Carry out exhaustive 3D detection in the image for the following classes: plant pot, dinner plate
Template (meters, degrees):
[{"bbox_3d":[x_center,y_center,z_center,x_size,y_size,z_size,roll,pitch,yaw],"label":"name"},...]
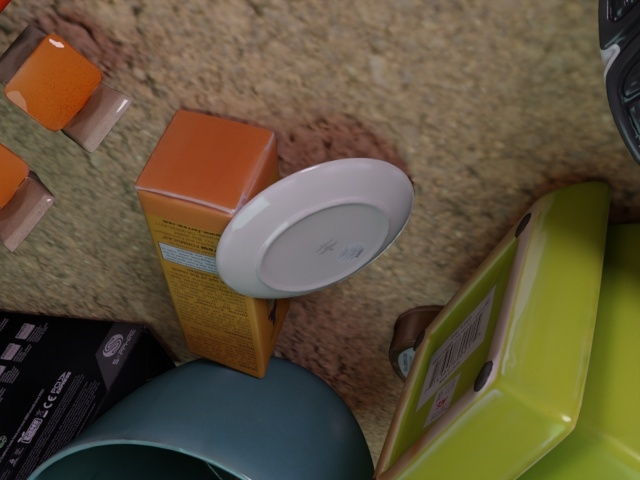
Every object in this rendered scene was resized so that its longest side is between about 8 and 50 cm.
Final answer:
[{"bbox_3d":[-0.080,0.235,0.773,0.292,0.235,0.293,7,113,16],"label":"plant pot"},{"bbox_3d":[0.164,0.114,0.524,0.207,0.227,0.228,29,134,-2],"label":"plant pot"},{"bbox_3d":[0.000,0.000,0.579,0.141,0.017,0.141,-19,148,-12],"label":"dinner plate"}]

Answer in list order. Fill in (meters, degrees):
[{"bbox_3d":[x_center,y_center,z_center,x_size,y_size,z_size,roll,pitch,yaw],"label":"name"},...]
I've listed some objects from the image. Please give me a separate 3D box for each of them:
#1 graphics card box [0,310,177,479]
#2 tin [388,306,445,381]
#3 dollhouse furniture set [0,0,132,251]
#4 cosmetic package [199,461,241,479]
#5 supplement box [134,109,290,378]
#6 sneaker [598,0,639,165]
[{"bbox_3d":[-0.361,0.188,0.934,0.370,0.233,0.094,1,137,27],"label":"graphics card box"},{"bbox_3d":[0.148,0.106,0.712,0.189,0.040,0.106,12,151,14],"label":"tin"},{"bbox_3d":[-0.268,-0.073,0.462,0.262,0.259,0.135,41,175,-31],"label":"dollhouse furniture set"},{"bbox_3d":[-0.143,0.233,0.999,0.237,0.107,0.127,16,144,13],"label":"cosmetic package"},{"bbox_3d":[-0.071,0.013,0.658,0.080,0.078,0.233,13,146,12],"label":"supplement box"},{"bbox_3d":[0.213,-0.042,0.408,0.099,0.121,0.262,-29,101,27],"label":"sneaker"}]
